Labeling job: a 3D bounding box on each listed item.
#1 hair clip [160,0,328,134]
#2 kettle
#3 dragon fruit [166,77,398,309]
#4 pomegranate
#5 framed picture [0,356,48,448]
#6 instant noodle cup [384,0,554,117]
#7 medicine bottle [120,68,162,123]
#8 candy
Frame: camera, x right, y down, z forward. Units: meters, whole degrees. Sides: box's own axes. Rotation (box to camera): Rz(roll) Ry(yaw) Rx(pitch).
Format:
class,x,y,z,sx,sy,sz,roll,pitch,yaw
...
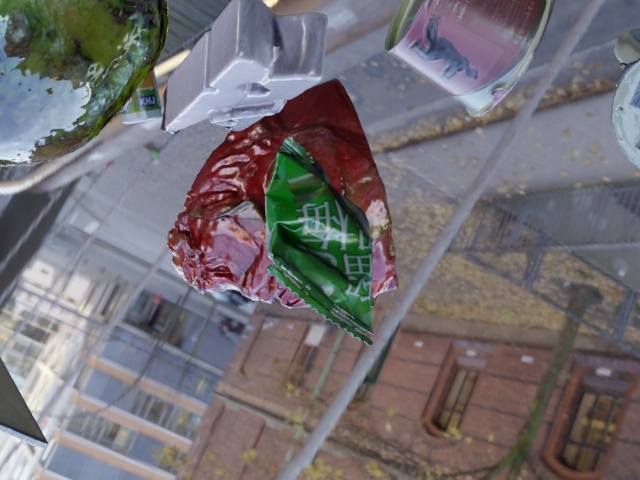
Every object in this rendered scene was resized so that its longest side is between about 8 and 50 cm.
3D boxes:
class,x,y,z,sx,sy,sz,roll,pitch,yaw
hair clip,-0.086,-0.163,0.837,0.101,0.085,0.331,9,177,-20
kettle,0.468,-0.198,1.034,0.210,0.243,0.160,38,130,22
dragon fruit,-0.049,-0.005,1.123,0.330,0.302,0.240,-26,149,10
pomegranate,-0.214,-0.160,0.535,0.222,0.204,0.276,37,-170,-11
framed picture,-0.570,0.181,1.241,0.255,0.014,0.339,44,175,36
instant noodle cup,0.218,-0.330,1.245,0.178,0.235,0.235,25,167,-12
medicine bottle,-0.277,-0.283,1.189,0.061,0.221,0.092,-11,-169,-16
candy,-0.001,0.003,0.857,0.141,0.203,0.078,26,128,-22
